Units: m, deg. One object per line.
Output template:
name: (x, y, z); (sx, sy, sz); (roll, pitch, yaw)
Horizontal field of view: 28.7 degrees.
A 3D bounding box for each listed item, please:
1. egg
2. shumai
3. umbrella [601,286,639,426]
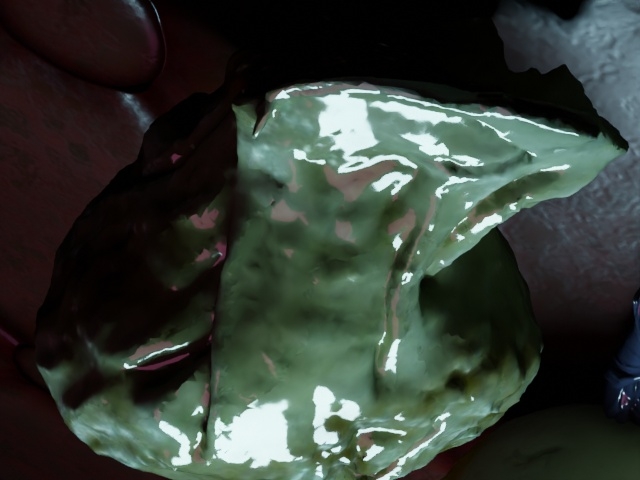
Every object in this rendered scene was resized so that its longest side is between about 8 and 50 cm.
egg: (0.237, 0.232, 1.001); (0.337, 0.201, 0.337); (1, 174, 0)
shumai: (0.000, 0.000, 0.709); (0.288, 0.330, 0.292); (139, 112, -71)
umbrella: (0.249, 0.059, 0.870); (0.071, 0.071, 0.248); (20, 145, 9)
